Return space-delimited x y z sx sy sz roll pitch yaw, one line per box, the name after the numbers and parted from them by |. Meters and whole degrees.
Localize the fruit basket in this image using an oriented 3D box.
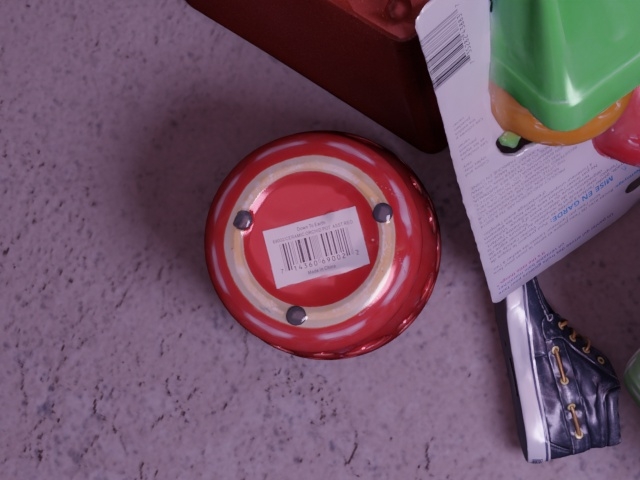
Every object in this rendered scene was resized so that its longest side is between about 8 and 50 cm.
0.221 -0.146 1.310 0.327 0.353 0.165 -35 58 -9 | fruit basket

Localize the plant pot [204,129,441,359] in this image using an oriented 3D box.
0.000 0.000 1.417 0.191 0.174 0.191 0 85 6 | plant pot

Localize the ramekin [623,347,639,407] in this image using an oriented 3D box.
0.370 0.068 1.320 0.303 0.303 0.148 -41 77 3 | ramekin

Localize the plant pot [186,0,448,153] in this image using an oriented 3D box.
0.048 -0.254 1.390 0.267 0.236 0.267 32 91 5 | plant pot

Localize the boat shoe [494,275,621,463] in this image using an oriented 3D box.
0.194 0.087 1.453 0.083 0.065 0.183 -9 89 -3 | boat shoe
